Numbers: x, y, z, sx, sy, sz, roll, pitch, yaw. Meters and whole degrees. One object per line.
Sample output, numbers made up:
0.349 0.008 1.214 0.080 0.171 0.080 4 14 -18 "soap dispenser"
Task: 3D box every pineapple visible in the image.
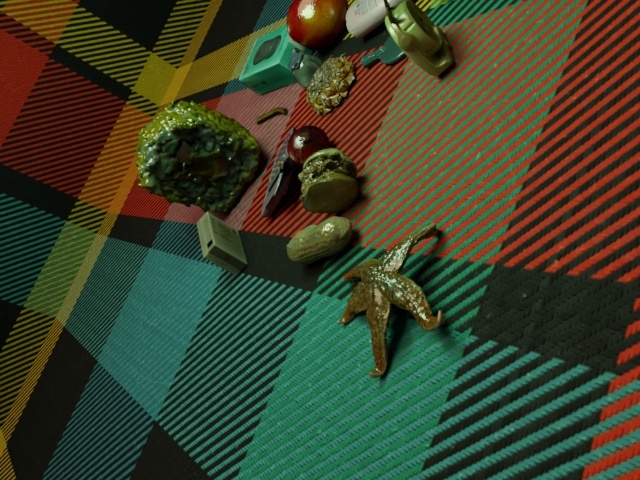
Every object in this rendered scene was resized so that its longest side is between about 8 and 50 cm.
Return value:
0.023 -0.500 1.811 0.225 0.076 0.224 -32 45 38 "pineapple"

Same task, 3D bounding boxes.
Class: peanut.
0.000 0.000 1.451 0.214 0.090 0.098 -20 21 44 "peanut"

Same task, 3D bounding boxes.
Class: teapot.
-0.049 -0.603 1.953 0.111 0.108 0.149 -13 56 47 "teapot"

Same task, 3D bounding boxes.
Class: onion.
-0.034 -0.271 1.669 0.131 0.131 0.131 -33 42 36 "onion"

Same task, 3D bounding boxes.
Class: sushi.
-0.432 -0.277 1.977 0.351 0.397 0.240 -57 37 20 "sushi"

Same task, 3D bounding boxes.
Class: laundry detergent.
0.221 -0.744 1.714 0.335 0.088 0.158 -25 47 41 "laundry detergent"

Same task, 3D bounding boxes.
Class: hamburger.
0.022 -0.148 1.484 0.184 0.160 0.131 114 156 -49 "hamburger"

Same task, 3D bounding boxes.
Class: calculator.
-0.122 -0.219 1.784 0.194 0.043 0.293 129 155 -55 "calculator"

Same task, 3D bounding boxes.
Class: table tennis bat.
0.195 -0.552 1.654 0.201 0.033 0.124 -14 53 46 "table tennis bat"

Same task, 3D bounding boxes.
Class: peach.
-0.008 -0.770 1.951 0.226 0.190 0.196 -56 23 19 "peach"

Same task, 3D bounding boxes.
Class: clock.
0.225 -0.517 1.400 0.069 0.232 0.169 -36 41 34 "clock"

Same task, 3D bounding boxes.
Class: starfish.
0.140 0.099 1.181 0.326 0.094 0.375 -59 28 7 "starfish"

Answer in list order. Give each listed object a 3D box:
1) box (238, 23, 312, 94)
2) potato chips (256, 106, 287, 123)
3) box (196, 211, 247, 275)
-0.163 -0.689 2.167 0.312 0.118 0.205 3 67 54 "box"
-0.181 -0.461 2.105 0.204 0.026 0.037 -2 77 52 "potato chips"
-0.315 0.009 1.825 0.058 0.141 0.201 -45 37 15 "box"
